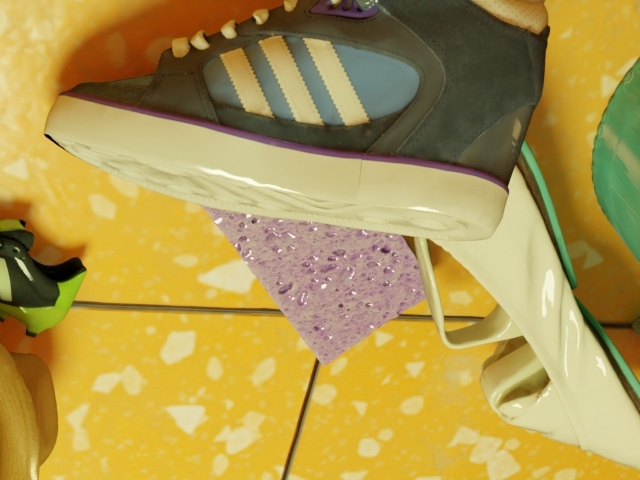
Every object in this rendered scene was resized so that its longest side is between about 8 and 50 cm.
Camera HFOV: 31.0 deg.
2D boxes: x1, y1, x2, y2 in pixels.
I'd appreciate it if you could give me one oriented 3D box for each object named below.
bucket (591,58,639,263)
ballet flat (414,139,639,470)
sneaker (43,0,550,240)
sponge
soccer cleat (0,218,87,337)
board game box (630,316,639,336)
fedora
[{"bbox_3d":[0.364,-0.048,0.914,0.281,0.183,0.281,-9,124,-14],"label":"bucket"},{"bbox_3d":[0.169,0.070,0.959,0.139,0.139,0.400,-31,120,3],"label":"ballet flat"},{"bbox_3d":[-0.008,-0.139,0.785,0.322,0.130,0.236,10,80,11],"label":"sneaker"},{"bbox_3d":[0.000,0.000,0.913,0.117,0.031,0.210,-32,126,3],"label":"sponge"},{"bbox_3d":[-0.250,0.008,0.822,0.179,0.060,0.072,28,100,-38],"label":"soccer cleat"},{"bbox_3d":[0.380,0.090,1.106,0.103,0.026,0.154,-45,125,12],"label":"board game box"},{"bbox_3d":[-0.253,0.136,0.863,0.079,0.194,0.194,-18,136,-53],"label":"fedora"}]
